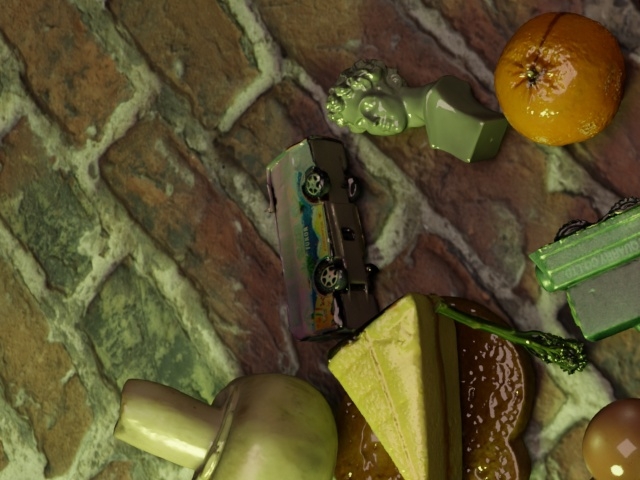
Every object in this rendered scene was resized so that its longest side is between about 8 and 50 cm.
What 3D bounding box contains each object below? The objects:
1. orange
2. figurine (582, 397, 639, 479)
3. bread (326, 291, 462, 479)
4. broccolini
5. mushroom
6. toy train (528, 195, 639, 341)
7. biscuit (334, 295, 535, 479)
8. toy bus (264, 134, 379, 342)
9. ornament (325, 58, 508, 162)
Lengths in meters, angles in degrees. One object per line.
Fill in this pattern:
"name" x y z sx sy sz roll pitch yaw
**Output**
"orange" 0.340 -0.233 1.862 0.193 0.161 0.193 -4 81 23
"figurine" 0.513 0.376 1.633 0.248 0.276 0.388 -20 46 -18
"bread" 0.159 0.219 1.832 0.163 0.168 0.264 -41 71 17
"broccolini" 0.270 0.129 1.840 0.054 0.239 0.051 123 165 -47
"mushroom" -0.149 0.317 1.942 0.336 0.314 0.314 19 93 -3
"toy train" 0.458 0.024 1.778 0.330 0.138 0.178 -26 76 24
"biscuit" 0.181 0.273 1.935 0.314 0.063 0.367 32 99 26
"toy bus" 0.000 0.000 2.051 0.138 0.112 0.316 -20 72 36
"ornament" 0.150 -0.204 1.991 0.285 0.130 0.120 14 106 22
